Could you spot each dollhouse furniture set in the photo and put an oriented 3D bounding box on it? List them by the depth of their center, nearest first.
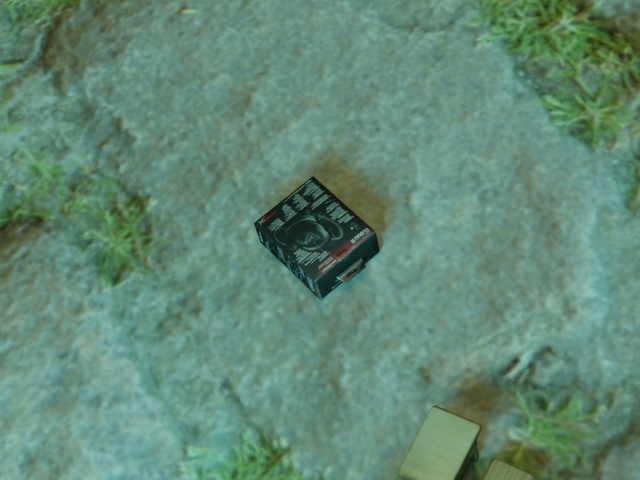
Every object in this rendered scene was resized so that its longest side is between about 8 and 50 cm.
[{"bbox_3d":[0.118,0.200,0.889,0.182,0.101,0.161,21,64,21],"label":"dollhouse furniture set"}]

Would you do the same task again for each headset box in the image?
[{"bbox_3d":[0.000,0.000,1.076,0.062,0.032,0.083,-40,61,-14],"label":"headset box"}]
